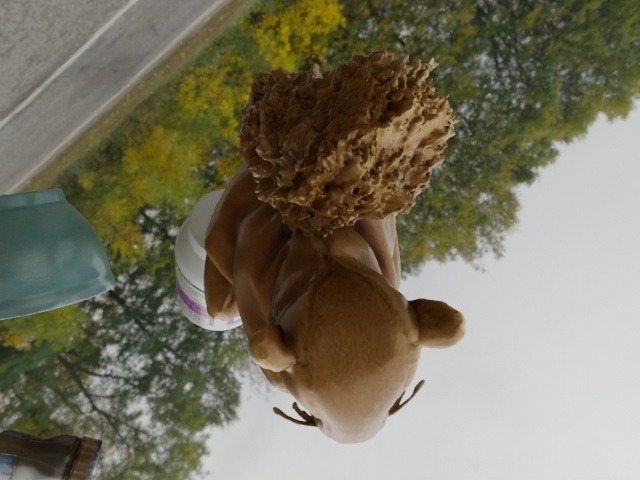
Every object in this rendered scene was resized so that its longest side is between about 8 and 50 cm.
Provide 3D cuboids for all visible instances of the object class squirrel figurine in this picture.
[{"bbox_3d":[0.000,0.000,0.606,0.281,0.397,0.370,0,-159,-7],"label":"squirrel figurine"}]

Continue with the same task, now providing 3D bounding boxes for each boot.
[{"bbox_3d":[-0.339,0.272,0.683,0.219,0.106,0.082,-47,-153,45],"label":"boot"}]

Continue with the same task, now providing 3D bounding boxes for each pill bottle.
[{"bbox_3d":[-0.173,0.038,1.006,0.169,0.169,0.301,-48,172,-29],"label":"pill bottle"}]

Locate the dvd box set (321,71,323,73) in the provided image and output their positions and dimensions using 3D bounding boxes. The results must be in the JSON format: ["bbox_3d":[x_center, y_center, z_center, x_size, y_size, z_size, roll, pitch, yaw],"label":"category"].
[{"bbox_3d":[0.014,-0.158,1.150,0.307,0.062,0.420,-56,-141,13],"label":"dvd box set"}]

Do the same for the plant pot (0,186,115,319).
[{"bbox_3d":[-0.534,0.012,1.004,0.293,0.196,0.293,-7,-172,1],"label":"plant pot"}]
